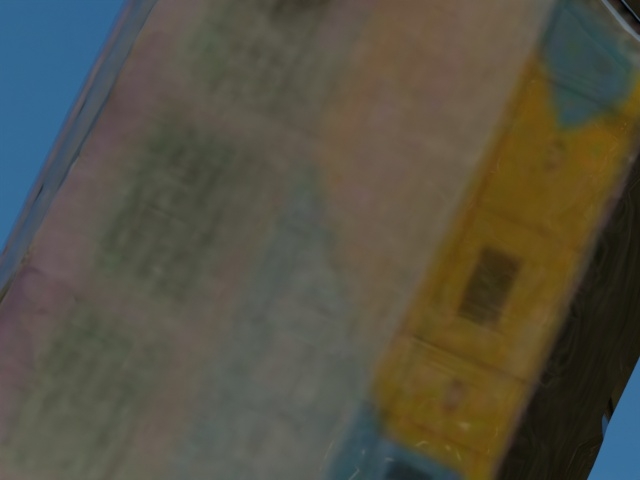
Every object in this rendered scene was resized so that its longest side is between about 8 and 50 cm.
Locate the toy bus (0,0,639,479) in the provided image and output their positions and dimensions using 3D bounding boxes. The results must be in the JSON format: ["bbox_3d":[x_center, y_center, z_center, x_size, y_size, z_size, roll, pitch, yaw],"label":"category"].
[{"bbox_3d":[0.000,0.000,0.569,0.162,0.386,0.171,26,-10,-6],"label":"toy bus"}]
